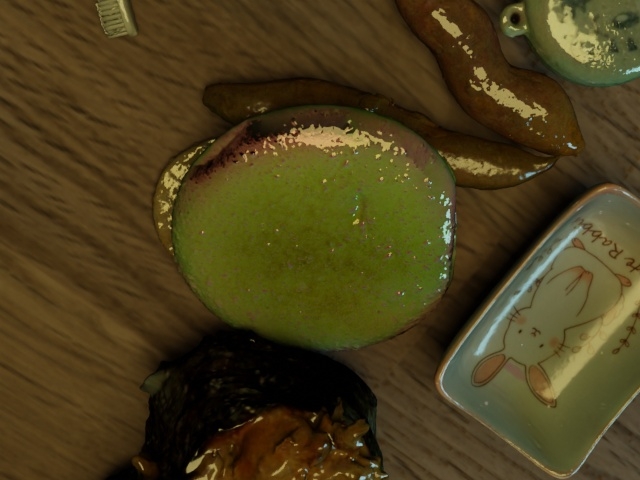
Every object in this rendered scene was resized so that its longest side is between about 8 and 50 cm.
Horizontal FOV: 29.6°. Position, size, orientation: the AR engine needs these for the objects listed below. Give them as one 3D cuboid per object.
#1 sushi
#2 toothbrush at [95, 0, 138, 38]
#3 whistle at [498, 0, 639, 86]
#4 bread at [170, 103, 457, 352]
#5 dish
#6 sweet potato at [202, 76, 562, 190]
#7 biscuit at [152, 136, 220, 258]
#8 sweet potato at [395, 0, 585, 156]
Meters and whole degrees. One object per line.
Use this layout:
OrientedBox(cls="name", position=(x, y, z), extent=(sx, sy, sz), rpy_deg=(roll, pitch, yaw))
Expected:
OrientedBox(cls="sushi", position=(-0.074, 0.246, 0.924), extent=(0.234, 0.207, 0.348), rpy_deg=(5, 110, -13))
OrientedBox(cls="toothbrush", position=(-0.178, -0.278, 0.860), extent=(0.025, 0.019, 0.275), rpy_deg=(-12, 107, 6))
OrientedBox(cls="whistle", position=(0.254, -0.188, 0.905), extent=(0.258, 0.067, 0.126), rpy_deg=(-13, 94, -6))
OrientedBox(cls="bread", position=(0.000, 0.000, 0.912), extent=(0.228, 0.033, 0.228), rpy_deg=(0, 124, 0))
OrientedBox(cls="dish", position=(0.200, 0.063, 0.962), extent=(0.151, 0.077, 0.212), rpy_deg=(37, 99, -16))
OrientedBox(cls="sweet potato", position=(0.045, -0.079, 0.913), extent=(0.274, 0.067, 0.067), rpy_deg=(13, 104, -4))
OrientedBox(cls="biscuit", position=(-0.072, -0.024, 0.943), extent=(0.120, 0.015, 0.120), rpy_deg=(-1, 106, -5))
OrientedBox(cls="sweet potato", position=(0.117, -0.135, 0.911), extent=(0.218, 0.051, 0.065), rpy_deg=(42, 102, -14))
